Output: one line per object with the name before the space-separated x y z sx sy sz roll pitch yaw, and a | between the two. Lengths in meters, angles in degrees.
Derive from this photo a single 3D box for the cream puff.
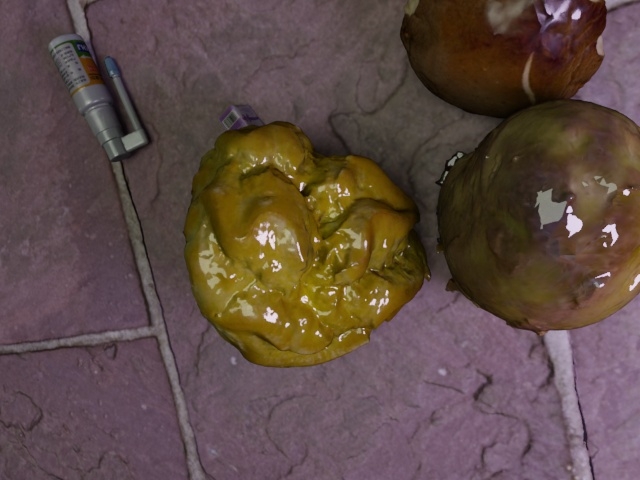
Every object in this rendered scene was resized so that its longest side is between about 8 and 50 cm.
cream puff | -0.001 -0.001 0.709 0.257 0.291 0.324 -9 108 15

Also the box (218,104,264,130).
box | -0.101 -0.156 0.851 0.036 0.051 0.117 -42 85 29

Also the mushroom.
mushroom | 0.259 -0.283 0.652 0.302 0.233 0.208 -42 57 -1

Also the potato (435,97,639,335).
potato | 0.259 -0.007 0.620 0.301 0.237 0.288 -20 101 21

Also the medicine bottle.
medicine bottle | -0.374 -0.247 0.937 0.092 0.061 0.220 -26 90 3
